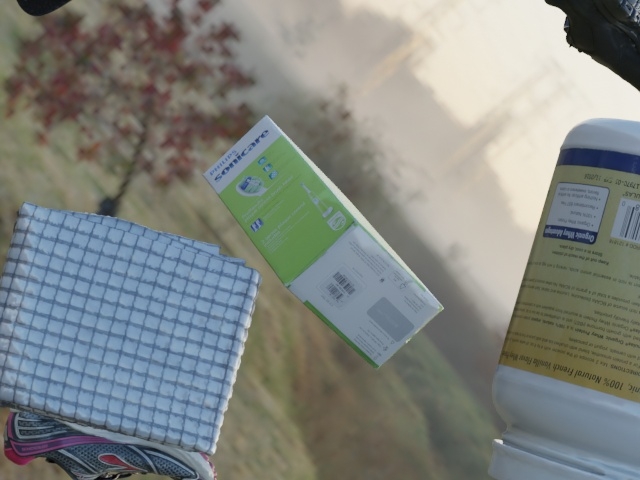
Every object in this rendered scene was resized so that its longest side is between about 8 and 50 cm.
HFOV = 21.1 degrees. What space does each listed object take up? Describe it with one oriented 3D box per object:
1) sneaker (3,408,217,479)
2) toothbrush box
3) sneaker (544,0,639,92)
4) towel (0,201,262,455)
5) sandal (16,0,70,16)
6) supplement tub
[{"bbox_3d":[-0.276,0.276,2.251,0.299,0.112,0.121,24,-10,-22],"label":"sneaker"},{"bbox_3d":[0.000,0.000,2.156,0.206,0.122,0.283,44,5,-40],"label":"toothbrush box"},{"bbox_3d":[0.401,-0.278,2.303,0.286,0.130,0.109,50,47,-36],"label":"sneaker"},{"bbox_3d":[-0.227,0.101,1.924,0.284,0.235,0.121,15,-14,-10],"label":"towel"},{"bbox_3d":[-0.246,-0.295,1.838,0.067,0.179,0.040,66,18,-13],"label":"sandal"},{"bbox_3d":[0.276,0.075,1.449,0.228,0.316,0.228,17,-3,1],"label":"supplement tub"}]
